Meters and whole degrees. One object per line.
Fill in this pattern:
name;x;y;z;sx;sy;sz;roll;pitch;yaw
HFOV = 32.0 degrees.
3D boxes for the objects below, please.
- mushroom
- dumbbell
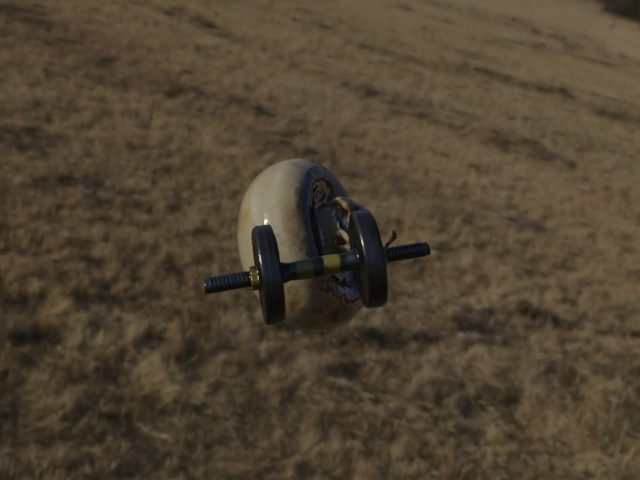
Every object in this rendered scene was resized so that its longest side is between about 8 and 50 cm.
mushroom;0.000;0.000;2.263;0.295;0.362;0.362;-16;3;26
dumbbell;-0.004;0.038;1.585;0.326;0.143;0.143;-9;19;-6
